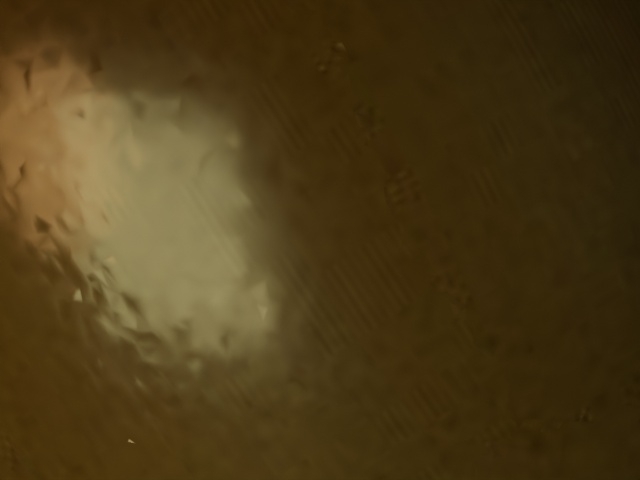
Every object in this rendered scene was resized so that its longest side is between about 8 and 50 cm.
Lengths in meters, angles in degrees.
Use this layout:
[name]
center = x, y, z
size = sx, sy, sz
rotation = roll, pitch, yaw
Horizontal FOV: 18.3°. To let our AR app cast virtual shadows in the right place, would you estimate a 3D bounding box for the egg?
[egg]
center = 0.000, 0.000, 0.530
size = 0.250, 0.250, 0.322
rotation = -35, 84, 29
